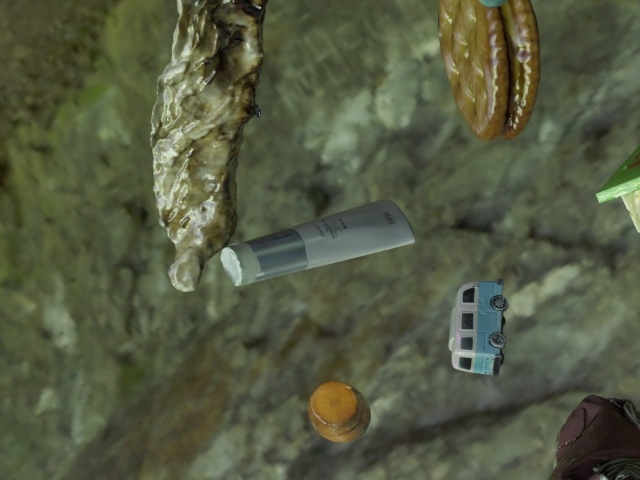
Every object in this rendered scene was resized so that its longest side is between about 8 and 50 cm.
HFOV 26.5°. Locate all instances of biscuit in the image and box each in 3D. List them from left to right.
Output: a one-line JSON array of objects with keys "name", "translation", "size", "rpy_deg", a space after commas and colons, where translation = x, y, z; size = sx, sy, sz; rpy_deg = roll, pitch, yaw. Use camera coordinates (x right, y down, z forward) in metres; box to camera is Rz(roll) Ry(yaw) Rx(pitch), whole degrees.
[{"name": "biscuit", "translation": [0.189, -0.221, 1.562], "size": [0.066, 0.221, 0.220], "rpy_deg": [-10, 179, -11]}]

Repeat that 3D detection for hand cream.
[{"name": "hand cream", "translation": [0.000, 0.000, 1.669], "size": [0.255, 0.079, 0.048], "rpy_deg": [-14, 146, -30]}]

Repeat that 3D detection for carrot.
[{"name": "carrot", "translation": [0.021, 0.232, 1.866], "size": [0.087, 0.087, 0.193], "rpy_deg": [-34, 162, 1]}]

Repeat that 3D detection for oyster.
[{"name": "oyster", "translation": [-0.108, -0.155, 1.505], "size": [0.204, 0.111, 0.396], "rpy_deg": [-62, 164, -65]}]

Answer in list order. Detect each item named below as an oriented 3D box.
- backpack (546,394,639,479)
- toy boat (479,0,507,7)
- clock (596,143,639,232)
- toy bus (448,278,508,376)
[{"name": "backpack", "translation": [0.480, 0.394, 1.980], "size": [0.197, 0.317, 0.283], "rpy_deg": [-59, 175, 33]}, {"name": "toy boat", "translation": [0.129, -0.305, 1.139], "size": [0.078, 0.208, 0.134], "rpy_deg": [-2, -155, 3]}, {"name": "clock", "translation": [0.397, 0.012, 1.312], "size": [0.106, 0.255, 0.220], "rpy_deg": [-22, -170, 35]}, {"name": "toy bus", "translation": [0.209, 0.113, 1.797], "size": [0.060, 0.074, 0.123], "rpy_deg": [86, 9, -56]}]
